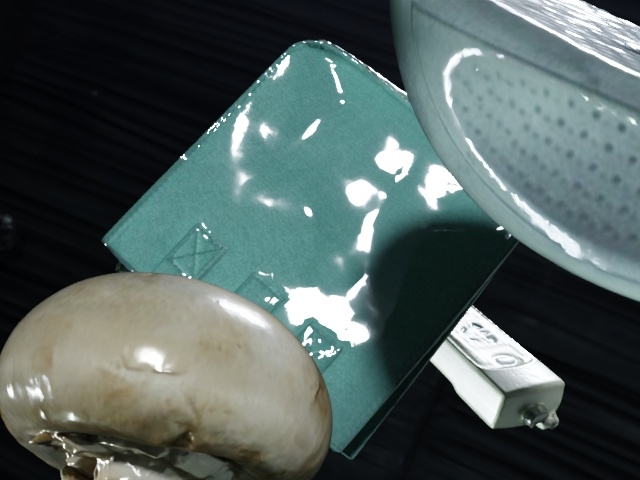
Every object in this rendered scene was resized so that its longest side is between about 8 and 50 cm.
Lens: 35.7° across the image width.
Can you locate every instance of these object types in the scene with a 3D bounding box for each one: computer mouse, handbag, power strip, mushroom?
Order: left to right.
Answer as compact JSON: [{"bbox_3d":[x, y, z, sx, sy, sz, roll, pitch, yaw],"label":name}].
[{"bbox_3d":[-0.106,0.119,0.662,0.226,0.227,0.178,96,-175,-54],"label":"mushroom"},{"bbox_3d":[0.001,0.000,0.838,0.274,0.269,0.100,-51,-11,-11],"label":"handbag"},{"bbox_3d":[0.132,0.093,1.013,0.080,0.286,0.048,-2,-60,-33],"label":"power strip"},{"bbox_3d":[0.176,-0.033,0.503,0.188,0.371,0.121,-10,-55,-45],"label":"computer mouse"}]
